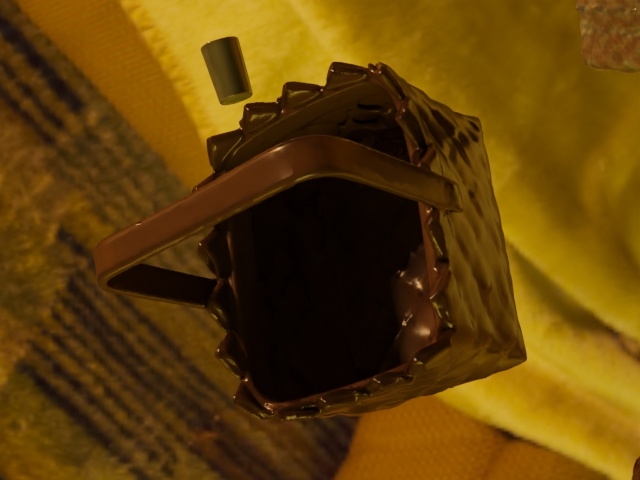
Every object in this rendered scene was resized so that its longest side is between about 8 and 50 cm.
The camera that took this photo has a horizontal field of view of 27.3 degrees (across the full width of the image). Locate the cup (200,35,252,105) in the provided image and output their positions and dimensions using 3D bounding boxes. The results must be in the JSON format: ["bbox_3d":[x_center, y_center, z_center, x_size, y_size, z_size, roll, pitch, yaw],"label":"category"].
[{"bbox_3d":[-0.128,-0.231,1.823,0.075,0.055,0.083,96,-23,-82],"label":"cup"}]

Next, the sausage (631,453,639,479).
[{"bbox_3d":[0.273,0.094,0.821,0.136,0.123,0.500,-22,127,-75],"label":"sausage"}]

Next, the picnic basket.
[{"bbox_3d":[0.000,0.000,1.105,0.321,0.254,0.291,13,60,-50],"label":"picnic basket"}]

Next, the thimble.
[{"bbox_3d":[0.370,-0.247,1.269,0.196,0.229,0.148,-31,117,-53],"label":"thimble"}]
